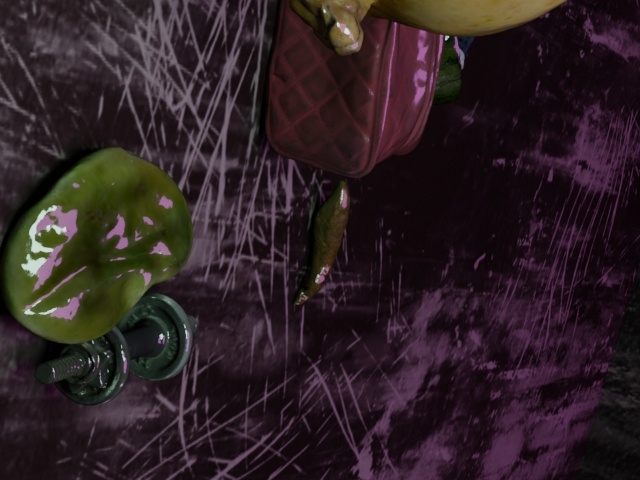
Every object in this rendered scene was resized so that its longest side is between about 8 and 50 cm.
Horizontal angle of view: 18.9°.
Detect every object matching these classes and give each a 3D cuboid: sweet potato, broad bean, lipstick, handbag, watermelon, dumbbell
[{"bbox_3d":[0.004,0.001,2.104,0.041,0.038,0.153,-5,122,-44],"label":"sweet potato"},{"bbox_3d":[-0.182,0.001,1.583,0.206,0.072,0.153,-26,112,-59],"label":"broad bean"},{"bbox_3d":[0.168,-0.238,2.332,0.037,0.037,0.116,87,24,-43],"label":"lipstick"},{"bbox_3d":[0.036,-0.179,1.885,0.135,0.146,0.225,-26,128,-58],"label":"handbag"},{"bbox_3d":[0.115,-0.214,2.214,0.181,0.075,0.092,87,-15,-46],"label":"watermelon"},{"bbox_3d":[-0.173,0.093,1.671,0.254,0.081,0.082,-16,121,-66],"label":"dumbbell"}]

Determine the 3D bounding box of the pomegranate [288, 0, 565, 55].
[{"bbox_3d":[0.080,-0.333,1.537,0.411,0.411,0.411,-51,150,-44],"label":"pomegranate"}]
